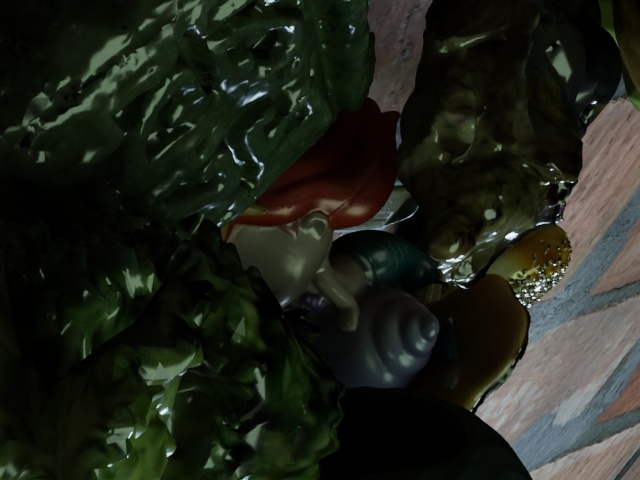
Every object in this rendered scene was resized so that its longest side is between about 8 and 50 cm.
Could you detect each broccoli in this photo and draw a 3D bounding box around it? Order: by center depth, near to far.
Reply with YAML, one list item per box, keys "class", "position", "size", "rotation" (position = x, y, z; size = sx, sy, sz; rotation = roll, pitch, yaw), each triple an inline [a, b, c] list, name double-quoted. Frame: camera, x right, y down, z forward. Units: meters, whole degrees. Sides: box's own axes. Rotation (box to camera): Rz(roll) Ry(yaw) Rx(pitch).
- class: "broccoli"
  position: [-0.144, 0.136, 0.974]
  size: [0.277, 0.317, 0.338]
  rotation: [15, 99, -24]

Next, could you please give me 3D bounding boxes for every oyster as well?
- class: "oyster"
  position: [0.126, -0.112, 1.241]
  size: [0.096, 0.221, 0.361]
  rotation: [-9, -162, 24]

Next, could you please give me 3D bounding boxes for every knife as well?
- class: "knife"
  position: [0.061, -0.028, 1.560]
  size: [0.061, 0.027, 0.343]
  rotation: [-50, 157, 24]

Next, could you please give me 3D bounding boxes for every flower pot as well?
- class: "flower pot"
  position: [0.020, 0.181, 1.168]
  size: [0.189, 0.243, 0.157]
  rotation: [-42, 119, -46]

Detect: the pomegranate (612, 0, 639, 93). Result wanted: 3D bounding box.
- class: "pomegranate"
  position: [0.333, -0.170, 1.232]
  size: [0.322, 0.322, 0.322]
  rotation: [-36, 156, -19]

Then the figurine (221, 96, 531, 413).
- class: "figurine"
  position: [-0.007, 0.004, 1.280]
  size: [0.257, 0.181, 0.208]
  rotation: [41, 91, -24]

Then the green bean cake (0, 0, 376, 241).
- class: "green bean cake"
  position: [-0.085, -0.102, 1.061]
  size: [0.255, 0.132, 0.241]
  rotation: [-39, 153, -12]

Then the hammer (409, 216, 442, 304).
- class: "hammer"
  position: [0.069, 0.062, 1.440]
  size: [0.111, 0.043, 0.365]
  rotation: [79, 22, -58]

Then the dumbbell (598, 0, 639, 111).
- class: "dumbbell"
  position: [0.268, -0.175, 1.551]
  size: [0.302, 0.121, 0.108]
  rotation: [27, 79, -67]

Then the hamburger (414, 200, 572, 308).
- class: "hamburger"
  position: [0.142, 0.023, 1.668]
  size: [0.164, 0.093, 0.189]
  rotation: [-28, 168, -20]
